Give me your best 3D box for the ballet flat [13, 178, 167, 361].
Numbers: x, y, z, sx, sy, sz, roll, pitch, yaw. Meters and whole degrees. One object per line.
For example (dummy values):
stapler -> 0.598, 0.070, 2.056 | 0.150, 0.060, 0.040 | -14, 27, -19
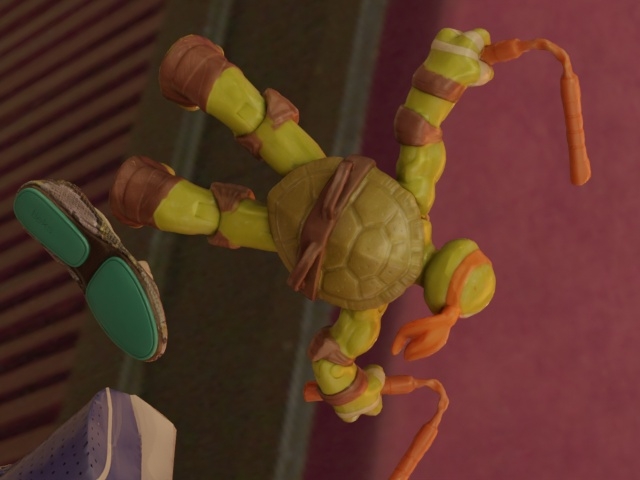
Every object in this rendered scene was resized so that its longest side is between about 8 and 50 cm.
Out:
ballet flat -> -0.108, 0.011, 0.810 | 0.114, 0.041, 0.041 | 49, 42, 12

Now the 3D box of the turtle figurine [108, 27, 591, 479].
turtle figurine -> 0.000, 0.000, 0.804 | 0.217, 0.269, 0.087 | 26, 23, 19

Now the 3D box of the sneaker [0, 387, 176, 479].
sneaker -> -0.221, 0.185, 0.759 | 0.182, 0.315, 0.127 | 35, 20, -19
